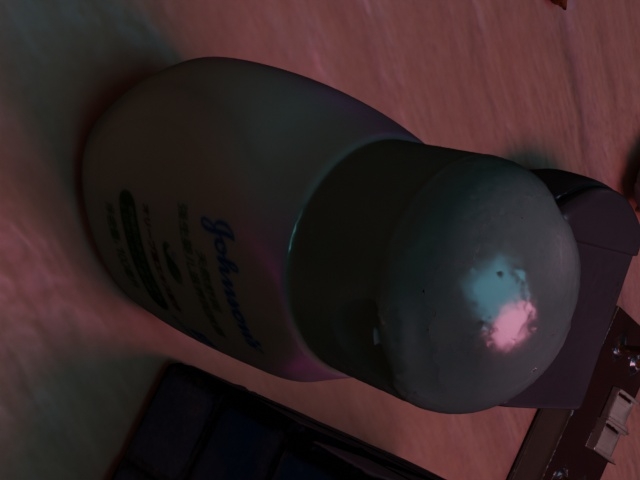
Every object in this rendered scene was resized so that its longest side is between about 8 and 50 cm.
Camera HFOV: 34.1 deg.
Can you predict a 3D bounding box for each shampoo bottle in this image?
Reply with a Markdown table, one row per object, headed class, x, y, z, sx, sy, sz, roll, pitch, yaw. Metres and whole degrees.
| class | x | y | z | sx | sy | sz | roll | pitch | yaw |
| --- | --- | --- | --- | --- | --- | --- | --- | --- | --- |
| shampoo bottle | 0.000 | 0.000 | 0.655 | 0.151 | 0.350 | 0.221 | -30 | 121 | -34 |

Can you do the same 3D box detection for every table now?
| class | x | y | z | sx | sy | sz | roll | pitch | yaw |
| --- | --- | --- | --- | --- | --- | --- | --- | --- | --- |
| table | 0.327 | 0.207 | 1.182 | 0.121 | 0.111 | 0.240 | 34 | 79 | -44 |

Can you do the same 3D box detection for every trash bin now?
| class | x | y | z | sx | sy | sz | roll | pitch | yaw |
| --- | --- | --- | --- | --- | --- | --- | --- | --- | --- |
| trash bin | 0.226 | 0.047 | 1.056 | 0.177 | 0.101 | 0.236 | 11 | 97 | -46 |

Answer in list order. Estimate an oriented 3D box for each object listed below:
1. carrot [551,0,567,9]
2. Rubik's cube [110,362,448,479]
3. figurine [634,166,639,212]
| class | x | y | z | sx | sy | sz | roll | pitch | yaw |
| --- | --- | --- | --- | --- | --- | --- | --- | --- | --- |
| carrot | 0.221 | -0.324 | 0.981 | 0.057 | 0.057 | 0.224 | -27 | 124 | -34 |
| Rubik's cube | 0.020 | 0.334 | 0.780 | 0.344 | 0.337 | 0.344 | 29 | 83 | -43 |
| figurine | 0.443 | -0.054 | 1.208 | 0.184 | 0.128 | 0.208 | -34 | 127 | -28 |
